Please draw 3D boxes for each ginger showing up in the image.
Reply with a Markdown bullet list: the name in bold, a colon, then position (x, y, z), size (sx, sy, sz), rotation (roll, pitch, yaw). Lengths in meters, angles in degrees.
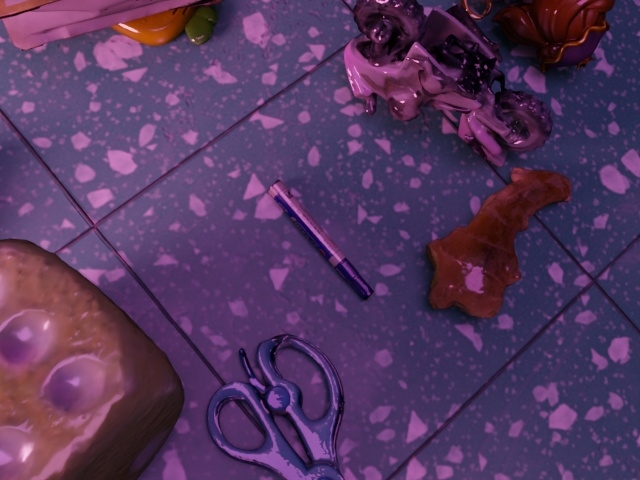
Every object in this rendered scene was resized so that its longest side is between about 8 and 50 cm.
- **ginger**: position (0.257, -0.007, 1.048), size (0.294, 0.086, 0.131), rotation (-40, 62, -22)

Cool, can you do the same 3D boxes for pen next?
- **pen**: position (0.000, 0.000, 1.029), size (0.025, 0.025, 0.204), rotation (-39, 84, -17)

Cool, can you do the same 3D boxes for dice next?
- **dice**: position (-0.310, 0.174, 0.791), size (0.252, 0.250, 0.254), rotation (35, 66, 13)

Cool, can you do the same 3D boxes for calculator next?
- **calculator**: position (-0.255, -0.359, 1.081), size (0.234, 0.032, 0.146), rotation (28, 72, 0)

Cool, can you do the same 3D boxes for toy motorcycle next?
- **toy motorcycle**: position (0.162, -0.217, 1.057), size (0.327, 0.188, 0.143), rotation (35, 60, -14)

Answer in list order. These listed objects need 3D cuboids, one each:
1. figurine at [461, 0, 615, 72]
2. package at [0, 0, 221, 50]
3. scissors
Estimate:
- **figurine**: position (0.327, -0.372, 1.133), size (0.263, 0.142, 0.189), rotation (45, 104, 3)
- **package**: position (-0.282, -0.371, 0.991), size (0.311, 0.165, 0.221), rotation (-17, 72, -6)
- **scissors**: position (0.005, 0.301, 0.942), size (0.180, 0.032, 0.393), rotation (-32, 81, -16)
